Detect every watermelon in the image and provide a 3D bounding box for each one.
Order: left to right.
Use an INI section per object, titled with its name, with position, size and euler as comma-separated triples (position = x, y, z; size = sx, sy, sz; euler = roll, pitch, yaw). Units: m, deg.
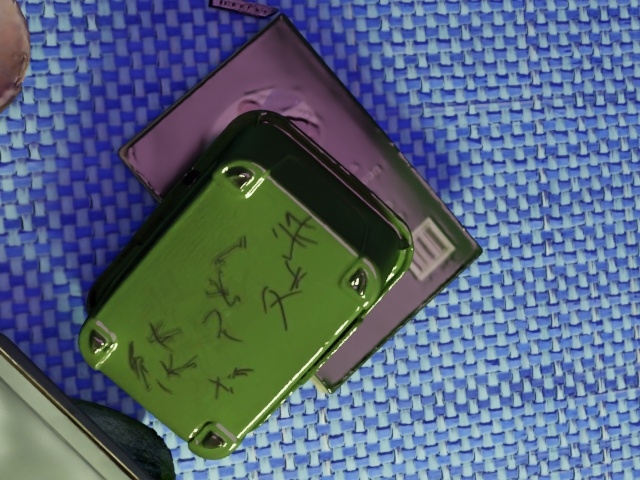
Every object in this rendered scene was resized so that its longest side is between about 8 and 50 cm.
[watermelon]
position = -0.263, 0.321, 1.414
size = 0.140, 0.193, 0.256
euler = 24, 97, -19

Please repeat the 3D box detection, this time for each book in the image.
[book]
position = -0.019, -0.042, 1.526
size = 0.260, 0.043, 0.371
euler = -41, 96, -13

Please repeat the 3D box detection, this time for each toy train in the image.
[toy train]
position = -0.089, -0.271, 1.538
size = 0.083, 0.017, 0.017
euler = 9, 90, -20

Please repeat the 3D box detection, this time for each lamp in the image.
[lamp]
position = -0.333, 0.270, 1.342
size = 0.266, 0.047, 0.269
euler = 41, 97, 16

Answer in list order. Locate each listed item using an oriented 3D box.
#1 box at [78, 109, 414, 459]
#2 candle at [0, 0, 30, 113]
[box]
position = -0.086, 0.058, 1.391
size = 0.253, 0.178, 0.328
euler = 40, 106, -6
[candle]
position = -0.477, -0.189, 1.340
size = 0.317, 0.131, 0.287
euler = -43, 98, -25
